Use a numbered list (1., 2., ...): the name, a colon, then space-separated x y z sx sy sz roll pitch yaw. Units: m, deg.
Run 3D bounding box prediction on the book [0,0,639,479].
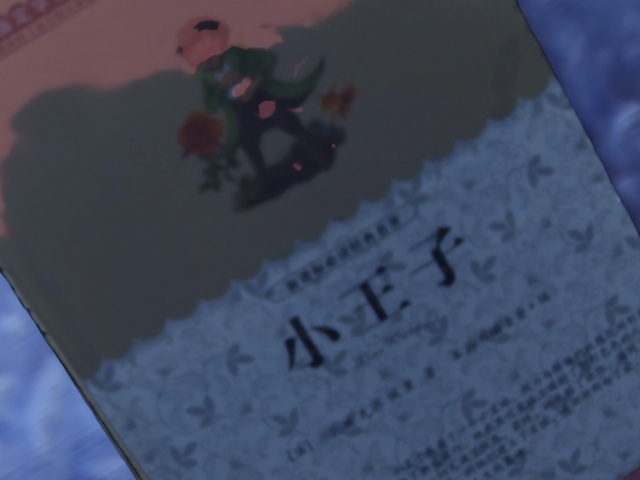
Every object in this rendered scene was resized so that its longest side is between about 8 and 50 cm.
1. book: 0.000 0.000 0.471 0.138 0.016 0.199 -31 110 -1
